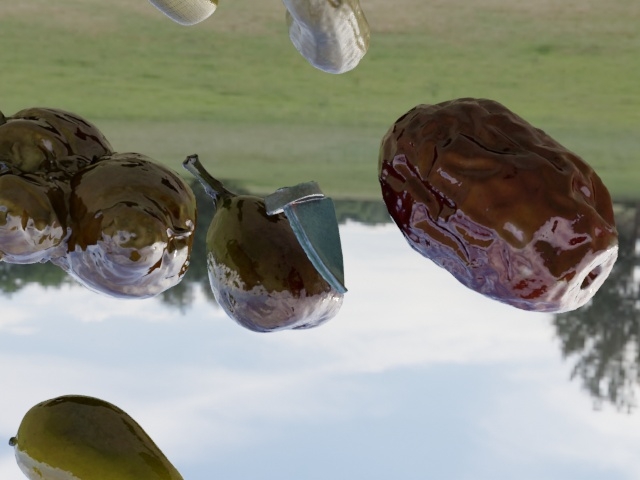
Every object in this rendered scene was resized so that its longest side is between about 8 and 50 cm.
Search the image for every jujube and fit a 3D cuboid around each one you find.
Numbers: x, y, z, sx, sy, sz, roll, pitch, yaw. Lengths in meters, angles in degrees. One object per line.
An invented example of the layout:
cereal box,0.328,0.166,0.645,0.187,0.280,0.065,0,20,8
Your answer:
jujube,0.161,-0.035,1.004,0.174,0.174,0.250,-2,-141,-47

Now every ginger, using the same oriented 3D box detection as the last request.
ginger,-0.266,-0.047,1.136,0.357,0.152,0.274,32,-174,34

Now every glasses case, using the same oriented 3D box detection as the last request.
glasses case,-0.223,-0.370,1.461,0.079,0.064,0.234,-24,151,16

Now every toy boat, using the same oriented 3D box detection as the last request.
toy boat,0.000,0.001,1.067,0.034,0.122,0.096,-38,167,38

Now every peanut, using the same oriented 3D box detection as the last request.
peanut,0.000,-0.320,1.505,0.110,0.120,0.236,-37,153,2

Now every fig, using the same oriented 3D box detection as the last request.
fig,-0.090,0.003,1.349,0.145,0.274,0.170,-44,166,25

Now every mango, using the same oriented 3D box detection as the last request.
mango,-0.184,0.190,0.913,0.161,0.076,0.103,30,-155,6
